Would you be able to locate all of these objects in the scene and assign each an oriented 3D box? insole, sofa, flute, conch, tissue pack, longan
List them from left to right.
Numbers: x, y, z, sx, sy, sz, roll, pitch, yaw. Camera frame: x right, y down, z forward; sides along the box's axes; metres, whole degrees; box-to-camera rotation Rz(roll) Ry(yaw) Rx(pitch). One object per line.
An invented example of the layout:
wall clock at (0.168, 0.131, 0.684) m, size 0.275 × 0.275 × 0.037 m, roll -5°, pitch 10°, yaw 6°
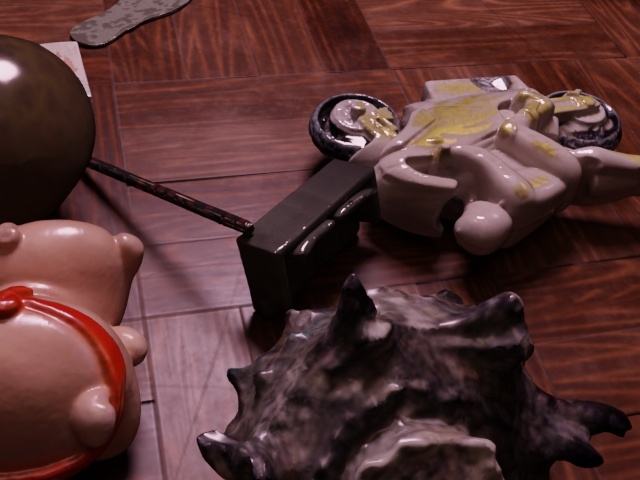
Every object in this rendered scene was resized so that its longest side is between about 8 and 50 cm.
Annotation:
longan at (-0.301, -0.085, 0.678) m, size 0.213 × 0.198 × 0.198 m, roll -2°, pitch 48°, yaw -16°
tissue pack at (-0.286, -0.180, 0.875) m, size 0.056 × 0.023 × 0.108 m, roll -10°, pitch 50°, yaw -17°
insole at (-0.230, -0.286, 0.995) m, size 0.065 × 0.006 × 0.193 m, roll 31°, pitch 51°, yaw 18°
flute at (-0.157, -0.049, 0.728) m, size 0.270 × 0.014 × 0.014 m, roll 22°, pitch 45°, yaw 36°
sofa at (0.000, 0.000, 0.708) m, size 0.060 × 0.085 × 0.147 m, roll 18°, pitch 44°, yaw 32°
conch at (0.067, 0.147, 0.536) m, size 0.313 × 0.186 × 0.240 m, roll -6°, pitch 74°, yaw -38°

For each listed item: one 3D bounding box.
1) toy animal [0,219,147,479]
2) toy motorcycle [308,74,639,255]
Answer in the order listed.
toy animal at (-0.204, 0.083, 0.563) m, size 0.171 × 0.171 × 0.197 m, roll 2°, pitch 39°, yaw -7°
toy motorcycle at (0.168, -0.078, 0.798) m, size 0.341 × 0.107 × 0.222 m, roll -5°, pitch 48°, yaw -12°
